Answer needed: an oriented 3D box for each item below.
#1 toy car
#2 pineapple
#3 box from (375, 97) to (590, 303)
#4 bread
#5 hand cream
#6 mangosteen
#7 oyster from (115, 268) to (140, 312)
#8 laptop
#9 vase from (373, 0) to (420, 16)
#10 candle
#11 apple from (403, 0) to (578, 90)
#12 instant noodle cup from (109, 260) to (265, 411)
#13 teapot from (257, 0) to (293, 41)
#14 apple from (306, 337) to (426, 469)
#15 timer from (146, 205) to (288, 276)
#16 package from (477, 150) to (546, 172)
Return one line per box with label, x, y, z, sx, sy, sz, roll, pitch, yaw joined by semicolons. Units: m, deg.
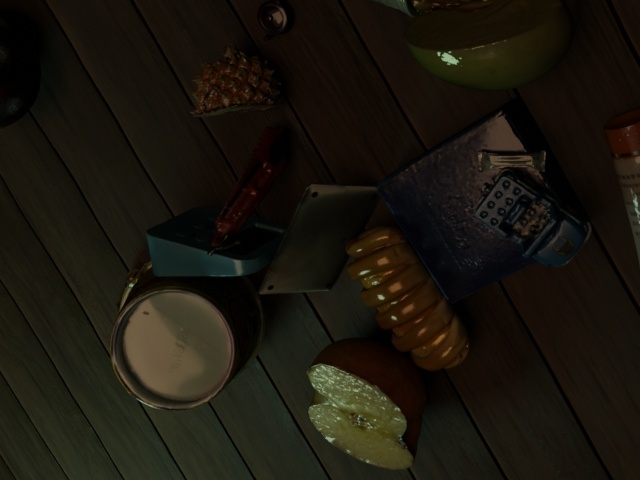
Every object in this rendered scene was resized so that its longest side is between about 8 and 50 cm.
toy car;0.339;-0.030;1.370;0.191;0.100;0.097;34;115;2
pineapple;-0.163;-0.312;1.616;0.176;0.161;0.136;-6;95;27
box;0.285;-0.065;1.509;0.279;0.116;0.261;-31;95;33
bread;0.161;0.117;1.605;0.311;0.121;0.173;56;159;-2
hand cream;0.560;-0.060;1.387;0.140;0.089;0.314;-13;107;31
mangosteen;-0.746;-0.366;1.810;0.288;0.288;0.288;10;113;23
oyster;-0.384;0.167;1.954;0.214;0.083;0.223;47;129;6
laptop;0.000;0.000;1.641;0.015;0.188;0.269;52;128;37
vase;0.036;-0.477;1.464;0.299;0.143;0.143;15;115;23
candle;-0.139;-0.095;1.626;0.059;0.301;0.084;-3;140;49
apple;0.258;-0.372;1.302;0.254;0.292;0.291;-1;109;36
instant noodle cup;-0.282;0.195;1.740;0.326;0.254;0.325;0;97;0
teapot;-0.086;-0.422;1.595;0.068;0.045;0.100;27;120;13
apple;0.110;0.302;1.698;0.251;0.163;0.293;22;141;20
timer;-0.190;0.001;1.702;0.250;0.232;0.091;2;107;25
package;0.314;-0.130;1.396;0.110;0.015;0.037;2;107;21
